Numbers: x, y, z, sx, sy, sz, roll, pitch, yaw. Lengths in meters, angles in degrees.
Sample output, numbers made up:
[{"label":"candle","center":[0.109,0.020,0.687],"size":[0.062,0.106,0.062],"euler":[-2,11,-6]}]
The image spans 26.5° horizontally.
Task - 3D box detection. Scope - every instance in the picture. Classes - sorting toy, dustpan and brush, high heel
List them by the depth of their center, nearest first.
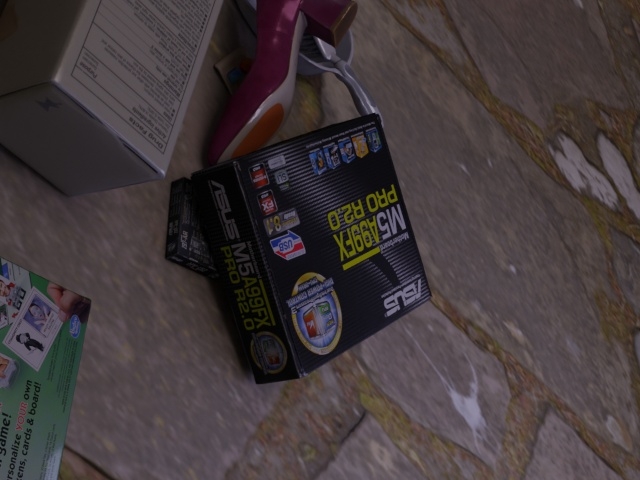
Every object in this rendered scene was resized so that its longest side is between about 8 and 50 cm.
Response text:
[{"label":"high heel","center":[-0.072,-0.184,1.393],"size":[0.244,0.117,0.082],"euler":[-56,165,-14]},{"label":"sorting toy","center":[-0.073,-0.175,1.436],"size":[0.062,0.012,0.083],"euler":[59,40,-13]},{"label":"dustpan and brush","center":[0.004,-0.210,1.504],"size":[0.147,0.060,0.211],"euler":[-34,100,-51]}]

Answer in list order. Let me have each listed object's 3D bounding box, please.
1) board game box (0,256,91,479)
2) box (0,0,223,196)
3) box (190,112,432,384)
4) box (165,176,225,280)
[{"label":"board game box","center":[-0.289,0.148,1.006],"size":[0.213,0.046,0.317],"euler":[31,52,-37]},{"label":"box","center":[-0.180,-0.208,1.202],"size":[0.148,0.121,0.311],"euler":[44,50,-39]},{"label":"box","center":[0.000,0.000,1.382],"size":[0.270,0.060,0.216],"euler":[-24,99,-54]},{"label":"box","center":[-0.116,-0.011,1.306],"size":[0.067,0.018,0.083],"euler":[25,55,-41]}]
